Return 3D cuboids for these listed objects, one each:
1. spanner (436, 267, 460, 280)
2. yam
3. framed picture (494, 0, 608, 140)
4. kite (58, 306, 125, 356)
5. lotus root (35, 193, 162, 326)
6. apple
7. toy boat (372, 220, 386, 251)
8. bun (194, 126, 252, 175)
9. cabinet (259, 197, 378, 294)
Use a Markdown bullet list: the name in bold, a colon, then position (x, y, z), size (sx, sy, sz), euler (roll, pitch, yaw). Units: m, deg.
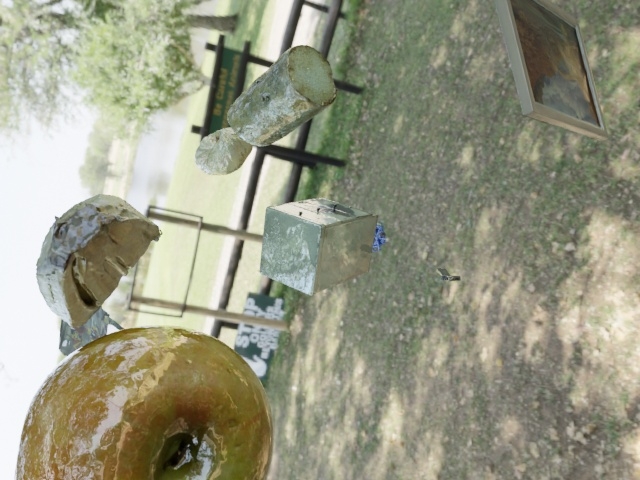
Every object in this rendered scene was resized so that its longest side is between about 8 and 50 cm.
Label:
- **spanner**: position (0.317, 0.085, 1.433), size (0.208, 0.046, 0.012), euler (-33, -59, -84)
- **yam**: position (-0.069, -0.227, 0.936), size (0.194, 0.107, 0.108), euler (-24, 57, 48)
- **framed picture**: position (0.293, -0.225, 0.718), size (0.016, 0.249, 0.184), euler (-19, 77, 43)
- **kite**: position (-0.358, 0.160, 0.936), size (0.245, 0.015, 0.141), euler (20, 103, 31)
- **lotus root**: position (-0.242, 0.005, 0.591), size (0.143, 0.070, 0.144), euler (-52, -6, -22)
- **apple**: position (-0.125, 0.148, 0.420), size (0.155, 0.182, 0.183), euler (-12, 68, 52)
- **toy boat**: position (0.077, 0.004, 1.465), size (0.110, 0.174, 0.091), euler (-68, -33, -53)
- **bun**: position (-0.186, -0.172, 1.072), size (0.115, 0.115, 0.069), euler (-114, 0, -56)
- **cabinet**: position (0.000, 0.000, 1.201), size (0.144, 0.206, 0.150), euler (19, 111, 33)
